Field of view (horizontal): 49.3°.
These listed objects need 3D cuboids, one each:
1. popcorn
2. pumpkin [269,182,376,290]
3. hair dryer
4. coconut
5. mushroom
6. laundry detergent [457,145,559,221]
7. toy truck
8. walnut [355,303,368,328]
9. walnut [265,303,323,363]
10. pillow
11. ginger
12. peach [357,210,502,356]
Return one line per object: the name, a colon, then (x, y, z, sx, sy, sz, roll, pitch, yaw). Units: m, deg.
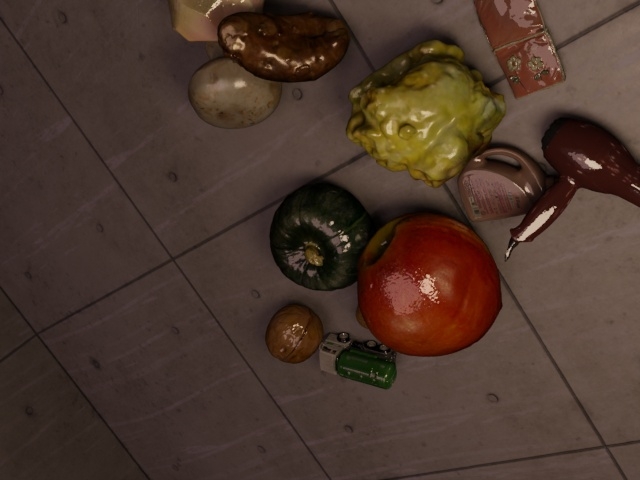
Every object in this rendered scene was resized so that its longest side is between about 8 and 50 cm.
popcorn: (0.216, -0.265, 1.507, 0.312, 0.312, 0.312, 15, 125, 23)
pumpkin: (0.000, 0.000, 1.838, 0.300, 0.207, 0.300, 14, 125, 21)
hair dryer: (0.532, -0.057, 1.463, 0.312, 0.123, 0.340, 40, 102, 11)
coconut: (-0.247, -0.559, 1.630, 0.237, 0.236, 0.197, -21, 133, 38)
mushroom: (-0.218, -0.405, 1.745, 0.244, 0.243, 0.243, 15, 125, 23)
laundry detergent: (0.433, -0.137, 1.580, 0.237, 0.076, 0.171, -11, 111, 34)
toy truck: (0.113, 0.359, 2.047, 0.243, 0.125, 0.101, 12, 124, 26)
walnut: (0.158, 0.198, 1.941, 0.125, 0.105, 0.105, -5, 116, 21)
walnut: (-0.078, 0.280, 2.092, 0.167, 0.167, 0.207, 40, 133, 4)
pillow: (0.413, -0.414, 1.444, 0.126, 0.043, 0.232, -18, 107, 38)
ginger: (-0.091, -0.436, 1.583, 0.172, 0.321, 0.165, -41, 61, 59)
peach: (0.263, 0.114, 1.699, 0.372, 0.373, 0.290, 59, 159, -12)
